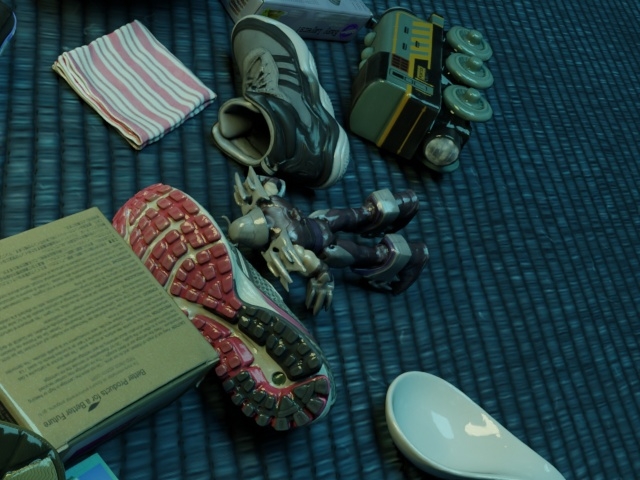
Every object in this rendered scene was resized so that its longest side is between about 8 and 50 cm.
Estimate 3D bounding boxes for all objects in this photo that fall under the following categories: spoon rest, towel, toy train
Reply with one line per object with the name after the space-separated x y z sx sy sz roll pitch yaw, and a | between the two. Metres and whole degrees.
0.184 0.244 1.362 0.276 0.084 0.137 40 33 -6 | spoon rest
-0.215 -0.192 1.480 0.144 0.029 0.197 44 33 0 | towel
0.145 -0.233 1.816 0.190 0.142 0.334 24 36 -11 | toy train

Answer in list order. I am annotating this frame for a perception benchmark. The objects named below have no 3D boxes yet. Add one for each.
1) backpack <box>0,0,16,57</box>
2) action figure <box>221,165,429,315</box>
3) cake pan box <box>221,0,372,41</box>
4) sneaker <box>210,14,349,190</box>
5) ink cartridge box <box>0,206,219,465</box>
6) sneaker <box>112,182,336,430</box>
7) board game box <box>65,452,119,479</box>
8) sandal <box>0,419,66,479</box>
-0.378 -0.211 1.280 0.105 0.084 0.114 35 39 -14 | backpack
0.000 0.000 1.438 0.285 0.099 0.185 3 57 -40 | action figure
-0.079 -0.416 1.839 0.246 0.070 0.267 -6 57 -51 | cake pan box
-0.074 -0.183 1.550 0.153 0.101 0.268 1 54 -49 | sneaker
-0.234 0.090 1.093 0.193 0.088 0.235 51 33 9 | ink cartridge box
-0.102 0.072 1.249 0.299 0.121 0.112 50 5 12 | sneaker
-0.202 0.275 0.955 0.160 0.047 0.210 49 33 10 | board game box
-0.338 0.160 0.902 0.303 0.086 0.120 20 76 -12 | sandal
